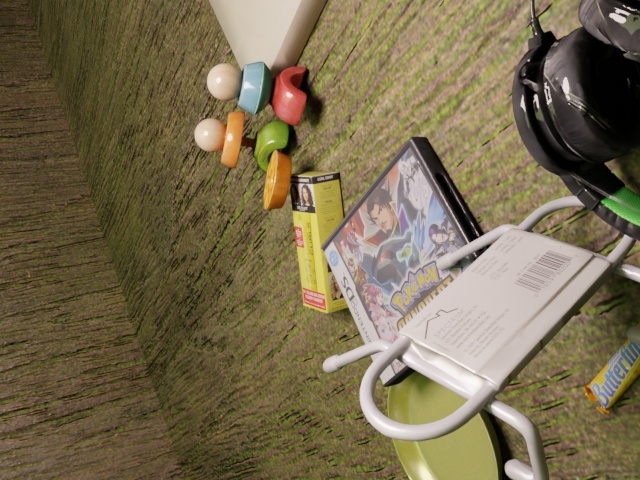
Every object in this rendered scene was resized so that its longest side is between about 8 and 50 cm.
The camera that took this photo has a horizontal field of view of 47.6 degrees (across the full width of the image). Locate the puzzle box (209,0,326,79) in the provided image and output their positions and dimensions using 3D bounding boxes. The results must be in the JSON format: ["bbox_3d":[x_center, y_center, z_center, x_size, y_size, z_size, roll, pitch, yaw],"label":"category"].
[{"bbox_3d":[-0.075,-0.458,1.178,0.272,0.052,0.409,66,149,19],"label":"puzzle box"}]

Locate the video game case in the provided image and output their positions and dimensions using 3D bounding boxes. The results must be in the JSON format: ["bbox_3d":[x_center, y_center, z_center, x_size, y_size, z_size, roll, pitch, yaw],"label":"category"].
[{"bbox_3d":[0.117,0.037,1.018,0.275,0.035,0.248,-52,54,46],"label":"video game case"}]

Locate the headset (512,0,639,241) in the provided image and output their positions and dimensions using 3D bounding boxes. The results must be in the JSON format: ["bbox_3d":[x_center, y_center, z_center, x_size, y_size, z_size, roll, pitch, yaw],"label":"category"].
[{"bbox_3d":[0.239,-0.157,0.616,0.394,0.185,0.243,52,144,18],"label":"headset"}]

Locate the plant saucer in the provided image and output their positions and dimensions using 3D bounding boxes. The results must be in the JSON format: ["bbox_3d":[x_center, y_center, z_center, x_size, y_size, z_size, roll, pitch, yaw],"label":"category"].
[{"bbox_3d":[0.182,0.287,1.048,0.241,0.037,0.241,32,128,51],"label":"plant saucer"}]

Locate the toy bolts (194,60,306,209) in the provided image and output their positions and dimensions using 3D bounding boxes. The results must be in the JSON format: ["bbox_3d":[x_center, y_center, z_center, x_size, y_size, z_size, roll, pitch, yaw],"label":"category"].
[{"bbox_3d":[-0.125,-0.183,1.210,0.218,0.158,0.228,-95,19,-46],"label":"toy bolts"}]

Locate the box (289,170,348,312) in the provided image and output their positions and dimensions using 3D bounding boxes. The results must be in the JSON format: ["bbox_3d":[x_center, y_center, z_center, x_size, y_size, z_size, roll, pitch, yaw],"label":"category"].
[{"bbox_3d":[0.000,0.000,1.227,0.087,0.058,0.232,13,113,58],"label":"box"}]

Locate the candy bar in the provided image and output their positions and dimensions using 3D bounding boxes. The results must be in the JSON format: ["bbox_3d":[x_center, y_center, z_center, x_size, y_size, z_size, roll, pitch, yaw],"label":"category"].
[{"bbox_3d":[0.323,0.124,0.755,0.040,0.018,0.161,55,144,34],"label":"candy bar"}]

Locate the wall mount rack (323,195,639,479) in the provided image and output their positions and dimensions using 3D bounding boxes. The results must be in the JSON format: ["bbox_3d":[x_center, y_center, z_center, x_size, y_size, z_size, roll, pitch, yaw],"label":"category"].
[{"bbox_3d":[0.156,0.084,0.740,0.304,0.350,0.130,24,144,47],"label":"wall mount rack"}]
